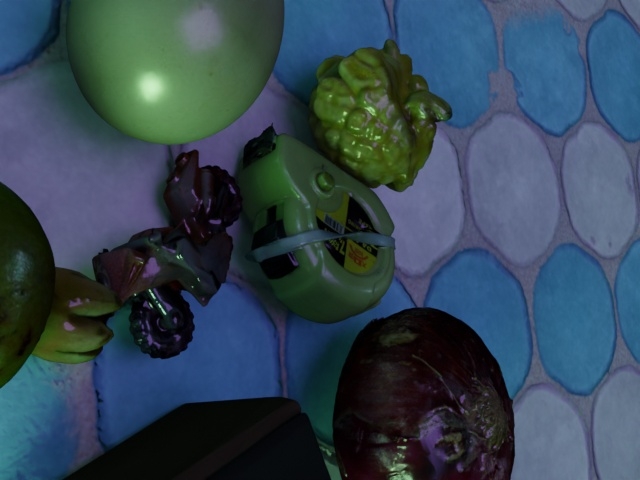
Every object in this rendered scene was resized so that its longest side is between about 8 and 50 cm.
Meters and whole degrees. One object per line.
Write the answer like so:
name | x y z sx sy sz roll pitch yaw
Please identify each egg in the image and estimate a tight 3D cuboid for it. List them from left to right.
egg | -0.126 -0.203 0.855 0.188 0.188 0.254 38 53 -31

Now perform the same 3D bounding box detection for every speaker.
speaker | -0.117 0.248 0.785 0.231 0.192 0.153 -28 100 -46

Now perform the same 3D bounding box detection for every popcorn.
popcorn | 0.059 -0.146 1.055 0.173 0.142 0.174 12 66 -30

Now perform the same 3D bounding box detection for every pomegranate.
pomegranate | -0.267 0.051 0.703 0.241 0.159 0.190 52 53 -29

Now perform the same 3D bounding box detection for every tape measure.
tape measure | 0.000 0.000 0.993 0.200 0.106 0.175 31 49 -37

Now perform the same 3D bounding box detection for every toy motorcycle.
toy motorcycle | -0.141 0.001 0.878 0.118 0.084 0.213 40 50 -29

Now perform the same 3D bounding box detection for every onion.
onion | 0.106 0.194 0.999 0.246 0.190 0.246 30 56 -57
